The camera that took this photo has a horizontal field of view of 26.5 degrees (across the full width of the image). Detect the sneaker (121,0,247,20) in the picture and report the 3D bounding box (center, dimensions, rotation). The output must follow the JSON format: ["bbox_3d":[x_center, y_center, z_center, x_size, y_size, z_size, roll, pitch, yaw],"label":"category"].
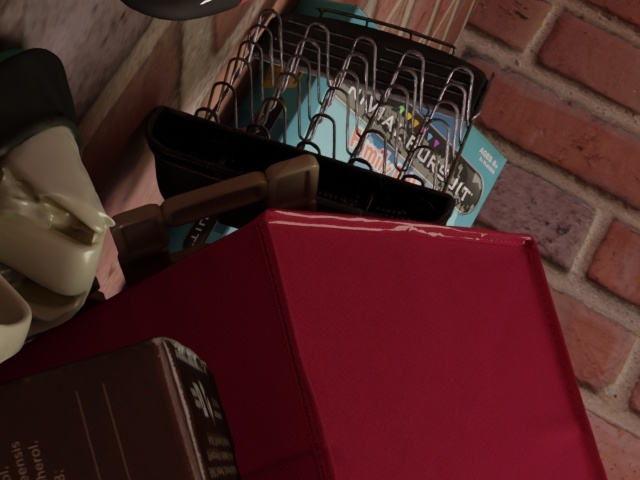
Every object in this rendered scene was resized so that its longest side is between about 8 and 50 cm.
[{"bbox_3d":[0.001,-0.217,0.651,0.313,0.116,0.136,-60,176,-17],"label":"sneaker"}]

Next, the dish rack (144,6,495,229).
[{"bbox_3d":[0.015,-0.094,0.974,0.271,0.208,0.074,-64,169,-45],"label":"dish rack"}]

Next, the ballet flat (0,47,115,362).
[{"bbox_3d":[-0.144,0.008,0.522,0.095,0.096,0.280,-66,174,32],"label":"ballet flat"}]

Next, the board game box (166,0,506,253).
[{"bbox_3d":[0.000,0.000,1.191,0.254,0.079,0.336,38,77,-42],"label":"board game box"}]

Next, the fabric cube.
[{"bbox_3d":[-0.007,0.152,0.802,0.258,0.259,0.254,-27,159,37],"label":"fabric cube"}]

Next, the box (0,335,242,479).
[{"bbox_3d":[-0.127,0.151,0.561,0.203,0.167,0.168,-16,171,-2],"label":"box"}]

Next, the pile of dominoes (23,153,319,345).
[{"bbox_3d":[-0.102,0.009,0.836,0.196,0.040,0.251,-17,163,-8],"label":"pile of dominoes"}]
